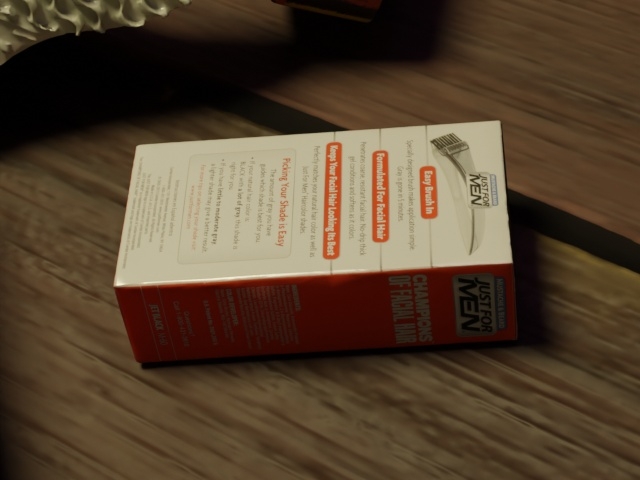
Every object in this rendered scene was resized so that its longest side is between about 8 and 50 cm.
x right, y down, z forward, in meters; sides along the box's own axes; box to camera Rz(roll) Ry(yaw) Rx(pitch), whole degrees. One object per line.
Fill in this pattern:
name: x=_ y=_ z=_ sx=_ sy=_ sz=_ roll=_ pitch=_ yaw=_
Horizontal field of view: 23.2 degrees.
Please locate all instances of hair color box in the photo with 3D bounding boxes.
hair color box: x=0.000 y=0.000 z=0.688 sx=0.167 sy=0.053 sz=0.093 roll=-4 pitch=44 yaw=6

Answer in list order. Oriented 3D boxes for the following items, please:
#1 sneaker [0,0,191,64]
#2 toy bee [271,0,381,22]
sneaker: x=-0.161 y=-0.153 z=0.790 sx=0.293 sy=0.102 sz=0.146 roll=-28 pitch=35 yaw=9
toy bee: x=0.025 y=-0.237 z=0.875 sx=0.195 sy=0.162 sz=0.298 roll=30 pitch=69 yaw=1
